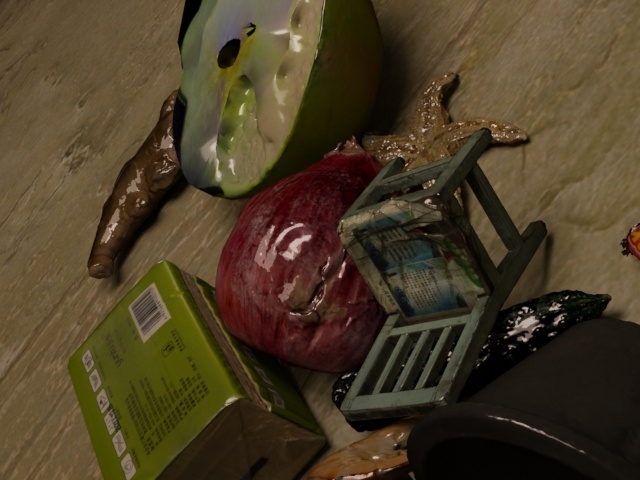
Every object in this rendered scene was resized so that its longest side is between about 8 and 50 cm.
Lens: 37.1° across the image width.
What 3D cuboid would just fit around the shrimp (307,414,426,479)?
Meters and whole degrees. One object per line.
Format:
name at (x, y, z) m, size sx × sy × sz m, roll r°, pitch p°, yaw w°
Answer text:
shrimp at (0.098, 0.179, 0.860) m, size 0.053 × 0.236 × 0.133 m, roll 69°, pitch 158°, yaw 14°

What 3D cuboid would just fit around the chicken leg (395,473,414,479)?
chicken leg at (0.029, 0.329, 0.766) m, size 0.182 × 0.295 × 0.409 m, roll -52°, pitch 21°, yaw 32°

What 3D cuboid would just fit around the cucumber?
cucumber at (0.146, 0.116, 0.943) m, size 0.300 × 0.072 × 0.072 m, roll -28°, pitch 45°, yaw 28°

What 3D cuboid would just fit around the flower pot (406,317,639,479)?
flower pot at (0.216, 0.169, 0.727) m, size 0.269 × 0.269 × 0.166 m, roll 4°, pitch 45°, yaw 46°

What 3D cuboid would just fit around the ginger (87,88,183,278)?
ginger at (-0.280, -0.094, 1.527) m, size 0.333 × 0.080 × 0.166 m, roll -62°, pitch 24°, yaw -1°

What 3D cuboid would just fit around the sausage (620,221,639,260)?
sausage at (0.328, 0.036, 0.846) m, size 0.050 × 0.048 × 0.145 m, roll -15°, pitch 41°, yaw -14°

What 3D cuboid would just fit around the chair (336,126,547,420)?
chair at (0.093, 0.026, 0.926) m, size 0.136 × 0.147 × 0.270 m, roll -16°, pitch 25°, yaw 45°

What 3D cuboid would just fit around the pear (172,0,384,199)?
pear at (-0.041, -0.238, 1.273) m, size 0.399 × 0.165 × 0.398 m, roll -18°, pitch 67°, yaw 52°

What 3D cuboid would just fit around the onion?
onion at (0.000, 0.000, 1.057) m, size 0.227 × 0.120 × 0.283 m, roll 13°, pitch 75°, yaw 8°

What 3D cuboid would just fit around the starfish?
starfish at (0.134, -0.097, 1.145) m, size 0.236 × 0.062 × 0.277 m, roll 8°, pitch 63°, yaw 42°

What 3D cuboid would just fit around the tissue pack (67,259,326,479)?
tissue pack at (-0.153, 0.190, 1.111) m, size 0.200 × 0.167 × 0.274 m, roll -48°, pitch 40°, yaw 8°
